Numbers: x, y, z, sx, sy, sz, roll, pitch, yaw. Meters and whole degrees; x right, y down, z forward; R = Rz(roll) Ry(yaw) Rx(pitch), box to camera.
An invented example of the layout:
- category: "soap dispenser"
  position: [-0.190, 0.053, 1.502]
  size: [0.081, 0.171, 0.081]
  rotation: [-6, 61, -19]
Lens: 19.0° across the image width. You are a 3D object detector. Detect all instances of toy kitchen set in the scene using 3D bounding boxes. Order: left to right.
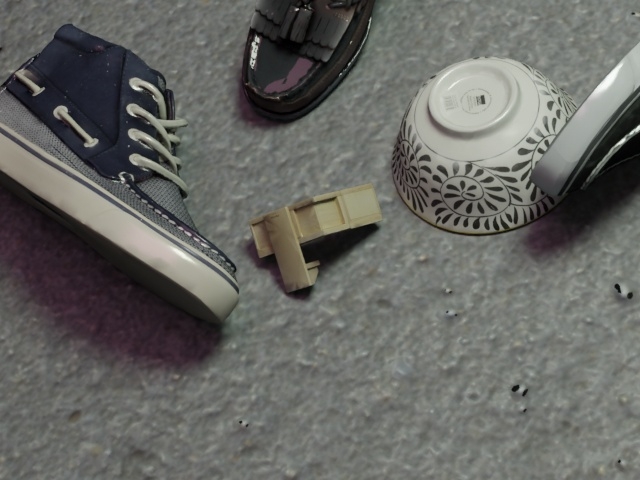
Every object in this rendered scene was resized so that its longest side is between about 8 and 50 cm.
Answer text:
- category: "toy kitchen set"
  position: [0.000, 0.000, 1.596]
  size: [0.083, 0.075, 0.068]
  rotation: [-18, 88, 45]

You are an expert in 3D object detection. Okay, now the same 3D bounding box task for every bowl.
- category: "bowl"
  position: [0.133, -0.097, 1.585]
  size: [0.170, 0.080, 0.170]
  rotation: [-8, 54, 11]

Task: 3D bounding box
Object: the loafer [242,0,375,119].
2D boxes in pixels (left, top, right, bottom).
- category: "loafer"
  position: [0.013, -0.253, 1.689]
  size: [0.109, 0.095, 0.302]
  rotation: [27, 78, 16]

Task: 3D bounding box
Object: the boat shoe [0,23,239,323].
- category: "boat shoe"
  position: [-0.160, -0.070, 1.625]
  size: [0.340, 0.127, 0.158]
  rotation: [33, 78, 33]

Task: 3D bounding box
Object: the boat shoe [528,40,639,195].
- category: "boat shoe"
  position: [0.298, -0.120, 1.535]
  size: [0.105, 0.113, 0.306]
  rotation: [45, 64, 9]
